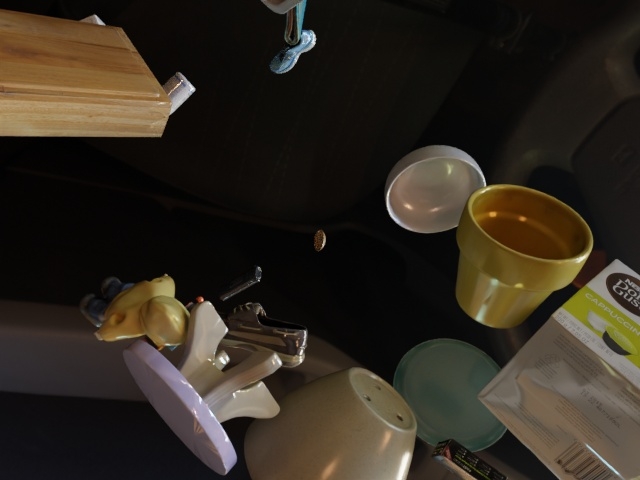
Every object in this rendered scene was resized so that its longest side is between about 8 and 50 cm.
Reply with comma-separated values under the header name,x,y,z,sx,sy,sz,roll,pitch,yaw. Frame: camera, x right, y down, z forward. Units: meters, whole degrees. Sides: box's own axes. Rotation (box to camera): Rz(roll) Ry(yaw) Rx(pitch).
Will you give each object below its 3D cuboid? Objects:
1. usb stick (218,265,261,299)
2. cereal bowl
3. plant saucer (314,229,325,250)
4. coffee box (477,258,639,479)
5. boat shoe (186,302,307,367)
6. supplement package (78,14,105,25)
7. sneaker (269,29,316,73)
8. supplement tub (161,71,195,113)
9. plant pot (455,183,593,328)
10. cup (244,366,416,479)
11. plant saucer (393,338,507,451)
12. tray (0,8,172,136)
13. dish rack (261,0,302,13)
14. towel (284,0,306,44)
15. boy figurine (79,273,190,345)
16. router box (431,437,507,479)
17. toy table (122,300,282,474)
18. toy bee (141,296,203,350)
name,x,y,z,sx,sy,sz,roll,pitch,yaw
usb stick,-0.344,0.182,2.276,0.045,0.077,0.278,28,140,-32
cereal bowl,0.381,-0.191,1.826,0.339,0.141,0.339,-1,137,-1
plant saucer,0.000,0.000,2.103,0.015,0.083,0.083,7,128,-25
coffee box,0.636,0.309,1.188,0.334,0.337,0.338,-24,148,-36
boat shoe,-0.200,0.234,1.503,0.355,0.132,0.130,20,95,-3
supplement package,-0.716,-0.526,1.562,0.244,0.134,0.139,-23,89,0
sneaker,-0.092,-0.539,1.509,0.162,0.063,0.073,-37,163,30
supplement tub,-0.418,-0.419,1.528,0.107,0.071,0.071,-43,129,2
plant pot,0.396,0.047,1.131,0.254,0.254,0.239,-1,131,-14
cup,0.052,0.394,1.060,0.331,0.331,0.237,29,106,-33
plant saucer,0.354,0.413,1.448,0.317,0.317,0.044,-46,167,24
tray,-0.432,-0.232,0.716,0.411,0.203,0.076,-11,145,-44
dish rack,-0.104,-0.509,0.771,0.072,0.285,0.333,-46,113,-13
towel,-0.040,-0.689,1.253,0.040,0.370,0.271,9,168,-1
boy figurine,-0.341,0.128,1.027,0.285,0.177,0.092,4,130,39
router box,0.279,0.430,1.019,0.038,0.122,0.092,-52,167,-21
toy table,-0.193,0.248,0.935,0.161,0.252,0.274,-40,118,-36
toy bee,-0.417,0.229,1.581,0.162,0.298,0.195,-42,111,4
